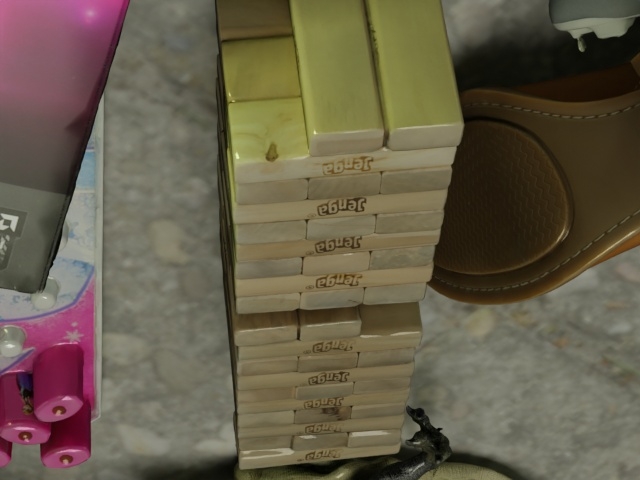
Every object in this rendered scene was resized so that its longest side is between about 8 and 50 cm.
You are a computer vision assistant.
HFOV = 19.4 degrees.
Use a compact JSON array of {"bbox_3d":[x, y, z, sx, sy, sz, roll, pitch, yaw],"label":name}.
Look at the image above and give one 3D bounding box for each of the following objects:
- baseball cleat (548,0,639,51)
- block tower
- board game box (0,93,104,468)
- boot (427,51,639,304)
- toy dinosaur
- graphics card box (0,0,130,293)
[{"bbox_3d":[0.185,-0.161,0.825,0.205,0.072,0.109,-18,103,25],"label":"baseball cleat"},{"bbox_3d":[0.000,0.000,0.867,0.091,0.097,0.335,-4,151,-5],"label":"block tower"},{"bbox_3d":[-0.300,-0.022,0.897,0.389,0.050,0.390,0,134,-8],"label":"board game box"},{"bbox_3d":[0.188,-0.052,0.909,0.220,0.109,0.283,-8,163,-38],"label":"boot"},{"bbox_3d":[0.018,0.135,1.087,0.268,0.064,0.118,-1,140,-10],"label":"toy dinosaur"},{"bbox_3d":[-0.169,-0.170,0.694,0.232,0.094,0.371,13,121,-16],"label":"graphics card box"}]
